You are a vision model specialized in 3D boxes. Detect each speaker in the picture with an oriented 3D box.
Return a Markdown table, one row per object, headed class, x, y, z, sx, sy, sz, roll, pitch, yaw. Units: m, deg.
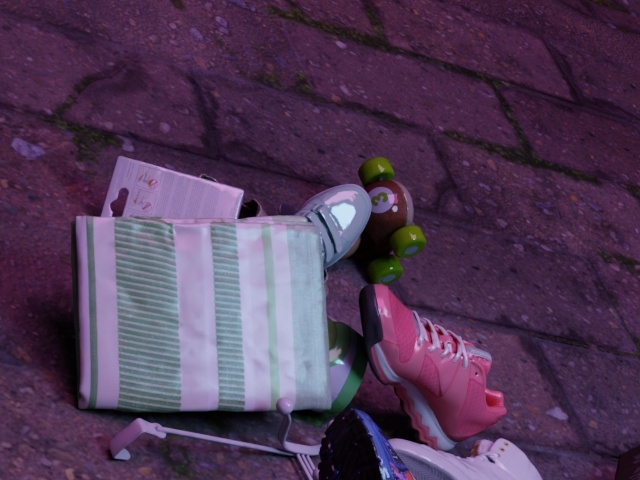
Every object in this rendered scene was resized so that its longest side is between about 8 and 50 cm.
| class | x | y | z | sx | sy | sz | roll | pitch | yaw |
| --- | --- | --- | --- | --- | --- | --- | --- | --- | --- |
| speaker | -0.091 | 0.120 | 2.167 | 0.296 | 0.131 | 0.131 | 25 | 32 | -16 |

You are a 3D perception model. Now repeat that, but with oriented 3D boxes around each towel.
| class | x | y | z | sx | sy | sz | roll | pitch | yaw |
| --- | --- | --- | --- | --- | --- | --- | --- | --- | --- |
| towel | -0.145 | 0.088 | 2.063 | 0.324 | 0.038 | 0.248 | 1 | 79 | -25 |

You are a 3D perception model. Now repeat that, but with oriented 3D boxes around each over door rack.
| class | x | y | z | sx | sy | sz | roll | pitch | yaw |
| --- | --- | --- | --- | --- | --- | --- | --- | --- | --- |
| over door rack | -0.054 | 0.303 | 1.967 | 0.324 | 0.108 | 0.239 | 6 | 40 | -39 |

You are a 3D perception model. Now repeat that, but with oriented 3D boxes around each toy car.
| class | x | y | z | sx | sy | sz | roll | pitch | yaw |
| --- | --- | --- | --- | --- | --- | --- | --- | --- | --- |
| toy car | 0.032 | -0.023 | 2.481 | 0.188 | 0.149 | 0.155 | -5 | 58 | -32 |

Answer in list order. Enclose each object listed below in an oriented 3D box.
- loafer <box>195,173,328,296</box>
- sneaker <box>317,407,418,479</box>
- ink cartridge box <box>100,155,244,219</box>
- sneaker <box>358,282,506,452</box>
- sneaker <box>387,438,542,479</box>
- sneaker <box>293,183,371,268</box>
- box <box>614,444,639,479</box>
| class | x | y | z | sx | sy | sz | roll | pitch | yaw |
| --- | --- | --- | --- | --- | --- | --- | --- | --- | --- |
| loafer | -0.097 | 0.000 | 2.356 | 0.268 | 0.092 | 0.102 | 30 | 31 | -8 |
| sneaker | 0.071 | 0.263 | 1.671 | 0.087 | 0.083 | 0.221 | 14 | 40 | -52 |
| ink cartridge box | -0.206 | -0.021 | 2.270 | 0.179 | 0.045 | 0.145 | 15 | 74 | -3 |
| sneaker | 0.149 | 0.151 | 2.205 | 0.116 | 0.136 | 0.314 | -97 | 161 | -47 |
| sneaker | 0.181 | 0.313 | 2.191 | 0.292 | 0.108 | 0.169 | 35 | 28 | -19 |
| sneaker | 0.000 | 0.001 | 2.271 | 0.256 | 0.151 | 0.094 | -38 | 99 | -27 |
| box | 0.480 | 0.390 | 2.199 | 0.191 | 0.143 | 0.381 | 60 | 16 | -2 |
